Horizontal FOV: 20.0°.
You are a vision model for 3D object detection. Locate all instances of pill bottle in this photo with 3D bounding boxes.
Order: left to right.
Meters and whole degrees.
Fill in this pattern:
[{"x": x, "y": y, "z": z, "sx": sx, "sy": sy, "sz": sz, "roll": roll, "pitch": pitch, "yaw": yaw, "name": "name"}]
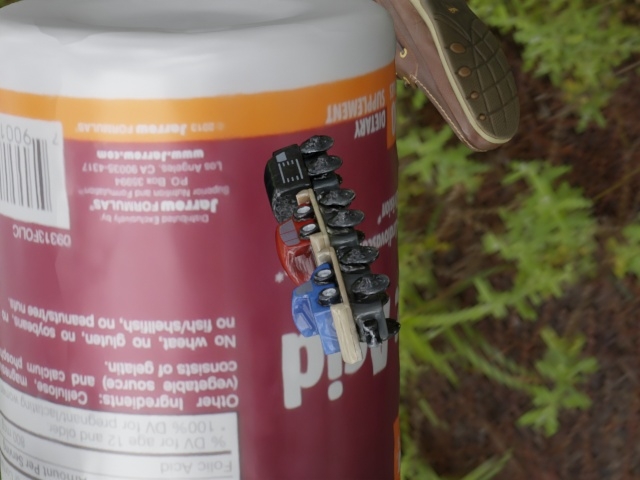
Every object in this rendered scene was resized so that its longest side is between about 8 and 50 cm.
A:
[{"x": -0.067, "y": 0.066, "z": 0.999, "sx": 0.224, "sy": 0.224, "sz": 0.392, "roll": 10, "pitch": 109, "yaw": 35, "name": "pill bottle"}]

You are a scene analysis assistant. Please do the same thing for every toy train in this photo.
[{"x": 0.000, "y": 0.000, "z": 0.688, "sx": 0.036, "sy": 0.158, "sz": 0.027, "roll": -15, "pitch": 117, "yaw": -2, "name": "toy train"}]

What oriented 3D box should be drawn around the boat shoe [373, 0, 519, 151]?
[{"x": 0.077, "y": -0.129, "z": 1.219, "sx": 0.060, "sy": 0.064, "sz": 0.178, "roll": -45, "pitch": 59, "yaw": 36, "name": "boat shoe"}]
